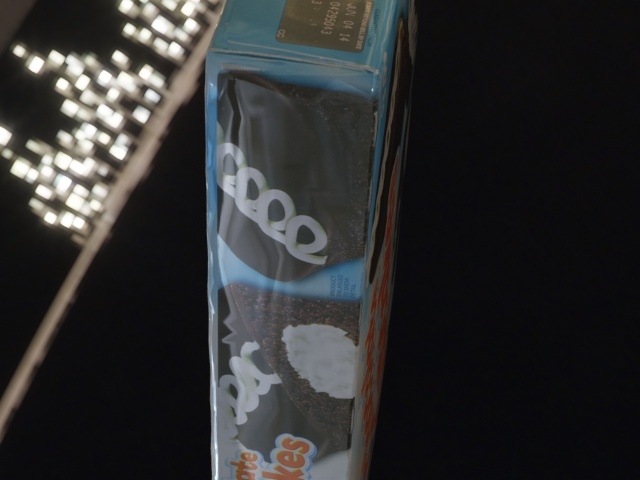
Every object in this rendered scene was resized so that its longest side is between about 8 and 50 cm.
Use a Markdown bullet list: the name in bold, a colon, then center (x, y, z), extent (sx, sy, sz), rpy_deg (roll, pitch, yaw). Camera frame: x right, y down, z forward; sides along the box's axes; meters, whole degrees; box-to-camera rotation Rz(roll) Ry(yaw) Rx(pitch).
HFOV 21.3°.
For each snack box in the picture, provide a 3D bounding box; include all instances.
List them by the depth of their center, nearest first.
- **snack box**: center (0.000, 0.000, 0.685), extent (0.187, 0.060, 0.322), rpy_deg (-77, 173, -46)
